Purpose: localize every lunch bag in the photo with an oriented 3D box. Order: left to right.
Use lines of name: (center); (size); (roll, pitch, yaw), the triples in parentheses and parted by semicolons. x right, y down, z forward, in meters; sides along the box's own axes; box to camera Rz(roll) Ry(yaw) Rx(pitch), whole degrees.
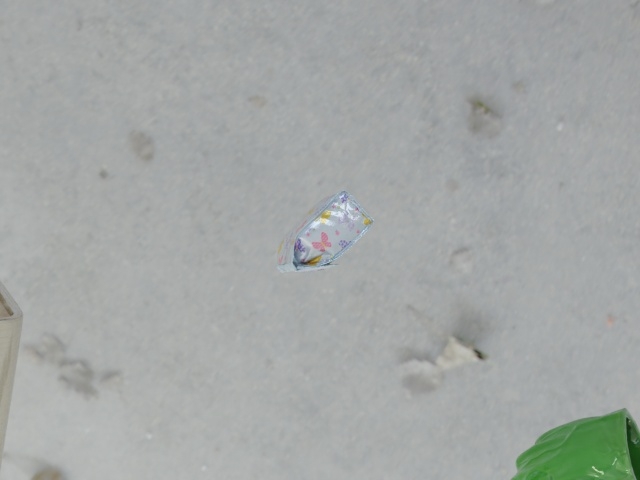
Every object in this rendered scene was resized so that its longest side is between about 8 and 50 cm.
lunch bag: (0.000, 0.000, 1.073); (0.053, 0.083, 0.071); (49, 167, -5)

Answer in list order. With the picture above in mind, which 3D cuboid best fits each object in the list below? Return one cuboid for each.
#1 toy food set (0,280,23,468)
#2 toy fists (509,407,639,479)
toy food set: (-0.325, 0.140, 1.011); (0.092, 0.306, 0.219); (7, 97, -24)
toy fists: (0.264, 0.300, 1.201); (0.142, 0.279, 0.096); (-22, 130, 24)
